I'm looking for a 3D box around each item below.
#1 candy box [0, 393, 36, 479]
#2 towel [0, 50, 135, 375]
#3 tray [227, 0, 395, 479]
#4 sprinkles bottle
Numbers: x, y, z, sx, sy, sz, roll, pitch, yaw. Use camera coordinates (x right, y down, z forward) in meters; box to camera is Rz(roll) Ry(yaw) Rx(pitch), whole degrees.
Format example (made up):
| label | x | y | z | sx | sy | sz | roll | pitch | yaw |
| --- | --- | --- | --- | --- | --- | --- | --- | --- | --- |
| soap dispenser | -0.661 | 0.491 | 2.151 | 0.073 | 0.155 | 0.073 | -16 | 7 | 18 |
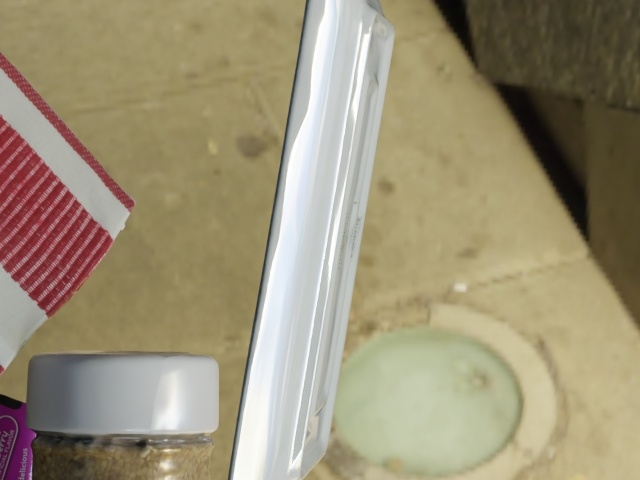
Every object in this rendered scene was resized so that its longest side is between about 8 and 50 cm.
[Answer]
| label | x | y | z | sx | sy | sz | roll | pitch | yaw |
| --- | --- | --- | --- | --- | --- | --- | --- | --- | --- |
| candy box | -0.289 | 0.160 | 1.163 | 0.071 | 0.233 | 0.159 | 0 | 71 | 54 |
| towel | -0.274 | -0.002 | 1.048 | 0.237 | 0.037 | 0.329 | 50 | 47 | -14 |
| tray | 0.000 | 0.000 | 0.833 | 0.030 | 0.270 | 0.145 | 10 | 3 | 7 |
| sprinkles bottle | -0.128 | 0.246 | 1.094 | 0.121 | 0.121 | 0.355 | 1 | 86 | 0 |
